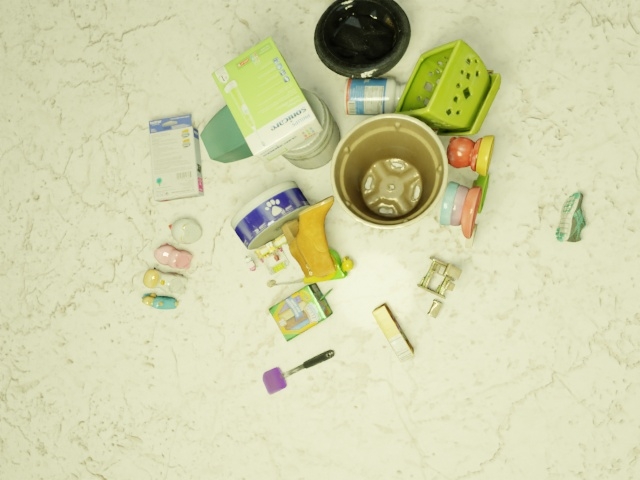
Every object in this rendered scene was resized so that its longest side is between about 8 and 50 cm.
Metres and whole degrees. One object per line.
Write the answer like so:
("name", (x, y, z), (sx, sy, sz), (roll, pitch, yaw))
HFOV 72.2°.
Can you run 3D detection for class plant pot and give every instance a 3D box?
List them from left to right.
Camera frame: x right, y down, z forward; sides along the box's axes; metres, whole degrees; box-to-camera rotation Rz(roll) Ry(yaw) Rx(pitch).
("plant pot", (-0.301, -0.387, 1.585), (0.234, 0.165, 0.165), (-26, 83, 17))
("plant pot", (0.220, -0.192, 1.394), (0.334, 0.305, 0.333), (0, 88, 11))
("plant pot", (0.397, -0.445, 1.353), (0.207, 0.227, 0.228), (22, 95, -20))

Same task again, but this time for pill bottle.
("pill bottle", (0.195, -0.490, 1.504), (0.222, 0.124, 0.124), (5, 89, 11))

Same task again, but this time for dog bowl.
("dog bowl", (-0.166, -0.083, 1.488), (0.265, 0.265, 0.104), (-35, 83, 8))

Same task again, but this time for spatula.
("spatula", (-0.080, 0.458, 1.567), (0.296, 0.030, 0.084), (-28, 80, 9))

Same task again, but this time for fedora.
("fedora", (0.147, -0.669, 1.501), (0.334, 0.152, 0.334), (-3, 80, 16))

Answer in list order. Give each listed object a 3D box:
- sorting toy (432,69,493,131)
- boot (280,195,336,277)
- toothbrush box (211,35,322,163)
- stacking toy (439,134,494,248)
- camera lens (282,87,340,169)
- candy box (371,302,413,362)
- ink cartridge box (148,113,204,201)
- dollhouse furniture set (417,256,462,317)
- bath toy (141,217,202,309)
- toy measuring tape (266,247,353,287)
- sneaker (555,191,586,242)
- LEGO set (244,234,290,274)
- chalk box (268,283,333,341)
("sorting toy", (0.483, -0.476, 1.484), (0.132, 0.046, 0.274), (32, 94, 11))
("boot", (-0.001, 0.001, 1.368), (0.295, 0.104, 0.211), (-32, 88, 53))
("toothbrush box", (-0.154, -0.406, 1.291), (0.206, 0.122, 0.283), (-30, 81, 8))
("stacking toy", (0.432, -0.146, 1.356), (0.130, 0.279, 0.309), (14, 67, 23))
("camera lens", (-0.057, -0.366, 1.472), (0.219, 0.274, 0.219), (-1, 87, 12))
("candy box", (0.243, 0.304, 1.468), (0.053, 0.109, 0.186), (-30, 83, 9))
("ink cartridge box", (-0.553, -0.313, 1.680), (0.186, 0.065, 0.311), (-7, 89, 11))
("dollhouse furniture set", (0.366, 0.154, 1.422), (0.101, 0.161, 0.182), (25, 92, 12))
("bath toy", (-0.560, 0.076, 1.638), (0.129, 0.151, 0.348), (22, 92, 47))
("toy measuring tape", (-0.044, 0.091, 1.541), (0.330, 0.121, 0.121), (-9, 86, 20))
("sneaker", (0.812, -0.069, 1.401), (0.076, 0.065, 0.166), (15, 94, -5))
("LEGO set", (-0.123, 0.036, 1.553), (0.287, 0.132, 0.107), (-30, 91, 3))
("chalk box", (-0.044, 0.233, 1.518), (0.213, 0.132, 0.132), (-31, 82, 10))
